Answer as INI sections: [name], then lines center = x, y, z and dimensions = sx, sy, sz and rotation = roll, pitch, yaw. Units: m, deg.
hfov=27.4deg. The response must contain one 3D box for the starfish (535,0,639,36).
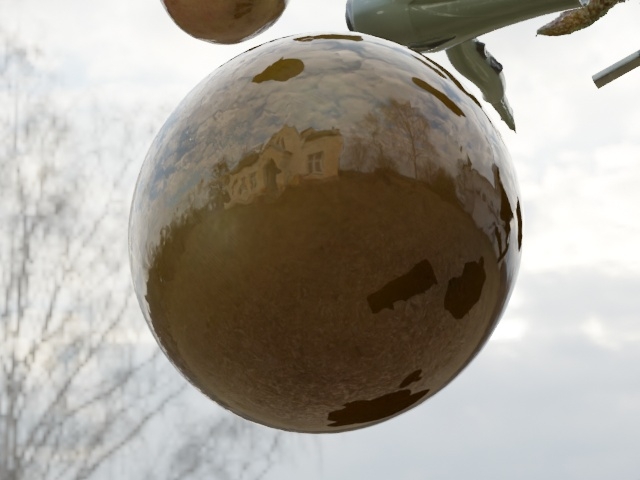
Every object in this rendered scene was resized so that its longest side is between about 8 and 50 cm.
[starfish]
center = 0.394, -0.351, 1.622
dimensions = 0.358, 0.347, 0.078
rotation = 47, -17, -6

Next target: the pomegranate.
[pomegranate]
center = -0.117, -0.338, 1.636
dimensions = 0.191, 0.191, 0.191
rotation = -3, -20, -1

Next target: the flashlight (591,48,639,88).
[flashlight]
center = 0.398, -0.229, 1.734
dimensions = 0.083, 0.018, 0.018
rotation = -29, -55, 23

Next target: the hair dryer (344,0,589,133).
[hair dryer]
center = 0.185, -0.194, 1.250
dimensions = 0.267, 0.092, 0.229
rotation = 25, -25, -36

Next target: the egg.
[egg]
center = 0.000, 0.000, 0.965
dimensions = 0.282, 0.282, 0.351
rotation = 2, -19, -15
